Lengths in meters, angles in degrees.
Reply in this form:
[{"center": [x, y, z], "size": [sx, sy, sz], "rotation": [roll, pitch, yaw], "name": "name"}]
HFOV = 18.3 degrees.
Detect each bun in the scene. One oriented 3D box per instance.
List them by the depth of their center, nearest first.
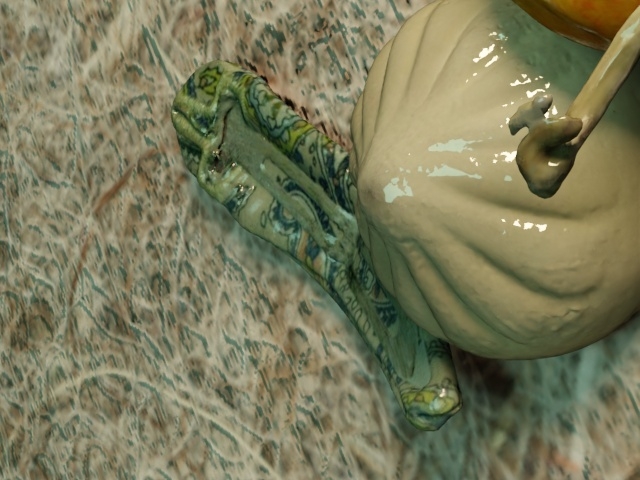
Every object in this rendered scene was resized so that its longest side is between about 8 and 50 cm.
[{"center": [0.053, -0.021, 0.705], "size": [0.138, 0.094, 0.138], "rotation": [19, 114, 50], "name": "bun"}]

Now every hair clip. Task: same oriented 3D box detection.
[{"center": [0.002, 0.000, 0.816], "size": [0.229, 0.036, 0.066], "rotation": [51, 128, 42], "name": "hair clip"}]

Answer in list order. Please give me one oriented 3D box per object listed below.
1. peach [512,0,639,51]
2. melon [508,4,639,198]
[{"center": [0.094, -0.108, 0.629], "size": [0.100, 0.100, 0.101], "rotation": [12, 105, 50], "name": "peach"}, {"center": [0.216, -0.002, 0.375], "size": [0.308, 0.271, 0.272], "rotation": [51, 134, 17], "name": "melon"}]
